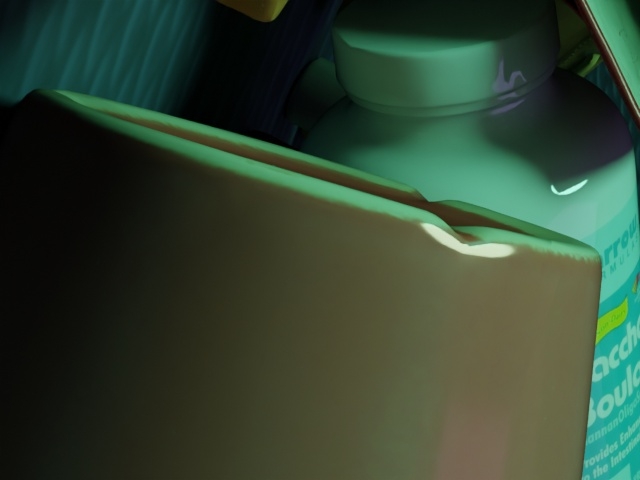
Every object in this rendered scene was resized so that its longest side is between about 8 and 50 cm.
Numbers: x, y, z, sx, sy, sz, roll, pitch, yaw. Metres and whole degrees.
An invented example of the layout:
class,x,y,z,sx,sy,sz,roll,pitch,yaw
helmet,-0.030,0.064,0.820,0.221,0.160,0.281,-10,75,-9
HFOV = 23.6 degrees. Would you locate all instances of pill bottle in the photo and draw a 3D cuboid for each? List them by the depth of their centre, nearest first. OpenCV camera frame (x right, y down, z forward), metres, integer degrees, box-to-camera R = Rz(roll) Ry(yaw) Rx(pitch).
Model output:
class,x,y,z,sx,sy,sz,roll,pitch,yaw
pill bottle,0.070,0.020,0.679,0.146,0.146,0.264,-50,137,-48

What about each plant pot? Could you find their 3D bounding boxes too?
class,x,y,z,sx,sy,sz,roll,pitch,yaw
plant pot,-0.034,0.091,0.508,0.275,0.275,0.243,-4,111,-78

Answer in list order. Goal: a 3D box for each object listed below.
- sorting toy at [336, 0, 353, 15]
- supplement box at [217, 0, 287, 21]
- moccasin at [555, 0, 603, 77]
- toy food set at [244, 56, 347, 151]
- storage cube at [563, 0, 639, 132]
class,x,y,z,sx,sy,sz,roll,pitch,yaw
sorting toy,0.077,-0.252,0.727,0.307,0.041,0.229,-61,174,-3
supplement box,0.013,-0.181,0.471,0.233,0.080,0.078,-59,173,-27
moccasin,0.207,-0.197,0.808,0.380,0.147,0.139,-43,-142,36
toy food set,0.000,0.000,0.808,0.232,0.104,0.111,-54,168,-36
storage cube,0.187,-0.164,0.606,0.215,0.183,0.193,-26,-174,23
